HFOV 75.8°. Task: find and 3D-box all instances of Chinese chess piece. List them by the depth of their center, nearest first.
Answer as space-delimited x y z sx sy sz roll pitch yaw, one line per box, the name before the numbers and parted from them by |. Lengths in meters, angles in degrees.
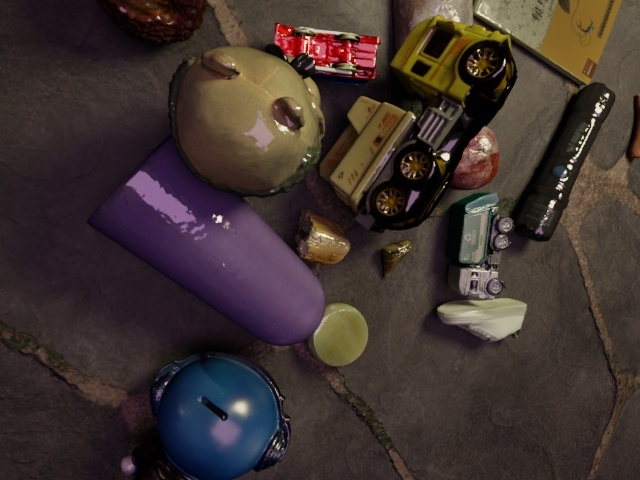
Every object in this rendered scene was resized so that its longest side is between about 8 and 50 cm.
Chinese chess piece | 0.037 0.213 0.936 0.144 0.058 0.144 -2 97 -18

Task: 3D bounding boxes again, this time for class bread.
bread | 0.000 -0.001 0.863 0.106 0.125 0.082 27 109 -21

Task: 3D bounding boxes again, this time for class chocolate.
chocolate | 0.255 -0.474 0.888 0.185 0.100 0.303 -7 97 -14

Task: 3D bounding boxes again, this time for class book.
book | 0.565 -0.585 1.003 0.388 0.032 0.269 18 93 -19

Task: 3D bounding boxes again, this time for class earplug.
earplug | -0.170 0.031 0.772 0.215 0.215 0.456 -48 113 -6

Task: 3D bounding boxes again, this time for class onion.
onion | 0.295 -0.180 0.920 0.194 0.159 0.159 -18 104 6

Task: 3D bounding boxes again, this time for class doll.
doll | -0.096 -0.200 0.675 0.247 0.349 0.247 1 101 3
doll | -0.211 0.366 0.781 0.284 0.240 0.310 32 81 9

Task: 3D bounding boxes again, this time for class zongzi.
zongzi | 0.183 0.045 0.971 0.076 0.040 0.083 -18 115 -22

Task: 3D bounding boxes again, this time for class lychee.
lychee | -0.288 -0.432 0.675 0.188 0.188 0.188 -3 99 -18

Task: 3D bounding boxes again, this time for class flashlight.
flashlight | 0.623 -0.199 1.046 0.103 0.103 0.424 27 89 -20

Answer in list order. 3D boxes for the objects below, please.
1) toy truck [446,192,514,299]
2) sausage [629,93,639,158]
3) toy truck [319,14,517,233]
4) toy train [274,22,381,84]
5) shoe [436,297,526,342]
toy truck | 0.377 0.011 0.993 0.124 0.114 0.253 6 97 -5
sausage | 0.896 -0.319 1.148 0.047 0.040 0.177 7 98 26
toy truck | 0.176 -0.215 0.802 0.254 0.180 0.405 38 103 20
toy train | 0.010 -0.362 0.810 0.204 0.131 0.083 3 103 -7
shoe | 0.412 0.211 1.040 0.265 0.095 0.110 -2 99 -20
